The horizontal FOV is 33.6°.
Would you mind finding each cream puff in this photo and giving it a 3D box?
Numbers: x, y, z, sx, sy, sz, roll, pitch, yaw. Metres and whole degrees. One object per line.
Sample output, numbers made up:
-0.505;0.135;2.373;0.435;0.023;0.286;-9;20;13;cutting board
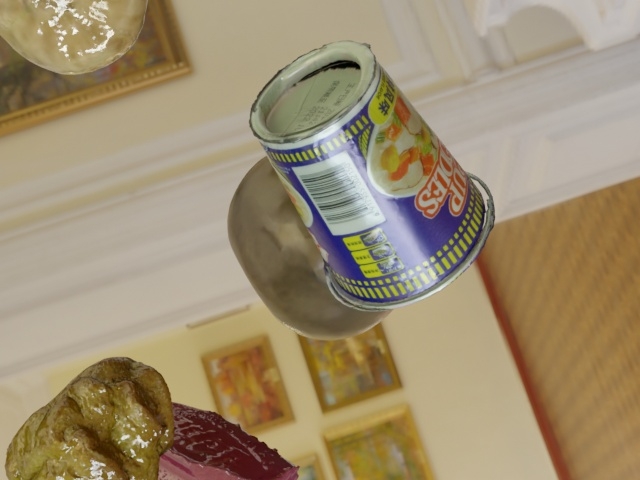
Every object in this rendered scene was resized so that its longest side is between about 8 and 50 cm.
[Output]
-0.299;0.270;1.387;0.244;0.244;0.196;76;170;-69;cream puff

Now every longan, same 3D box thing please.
0.000;0.000;1.906;0.361;0.361;0.360;162;90;-89;longan

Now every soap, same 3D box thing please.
-0.199;0.342;1.635;0.182;0.289;0.112;-7;-61;-59;soap

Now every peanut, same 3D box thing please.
-0.220;-0.234;0.792;0.137;0.122;0.253;18;-145;-57;peanut

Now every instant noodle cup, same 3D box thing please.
0.057;-0.101;1.494;0.312;0.284;0.284;53;-170;-37;instant noodle cup
